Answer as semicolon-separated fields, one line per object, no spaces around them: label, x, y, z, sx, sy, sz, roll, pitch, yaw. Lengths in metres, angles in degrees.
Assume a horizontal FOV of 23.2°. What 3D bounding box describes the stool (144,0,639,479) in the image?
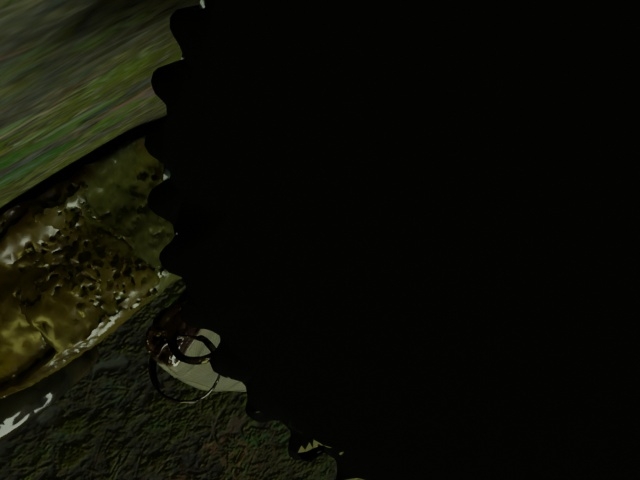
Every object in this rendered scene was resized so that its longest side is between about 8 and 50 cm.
stool;0.109;-0.061;0.718;0.297;0.297;0.330;-34;-175;17

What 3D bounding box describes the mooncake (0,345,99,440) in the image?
mooncake;-0.326;0.123;1.440;0.228;0.124;0.228;-35;-174;4

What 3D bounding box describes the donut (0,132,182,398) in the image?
donut;-0.187;0.027;1.122;0.272;0.107;0.272;-32;-178;1

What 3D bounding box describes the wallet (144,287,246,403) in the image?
wallet;-0.003;-0.002;1.192;0.335;0.068;0.275;-53;167;-9
